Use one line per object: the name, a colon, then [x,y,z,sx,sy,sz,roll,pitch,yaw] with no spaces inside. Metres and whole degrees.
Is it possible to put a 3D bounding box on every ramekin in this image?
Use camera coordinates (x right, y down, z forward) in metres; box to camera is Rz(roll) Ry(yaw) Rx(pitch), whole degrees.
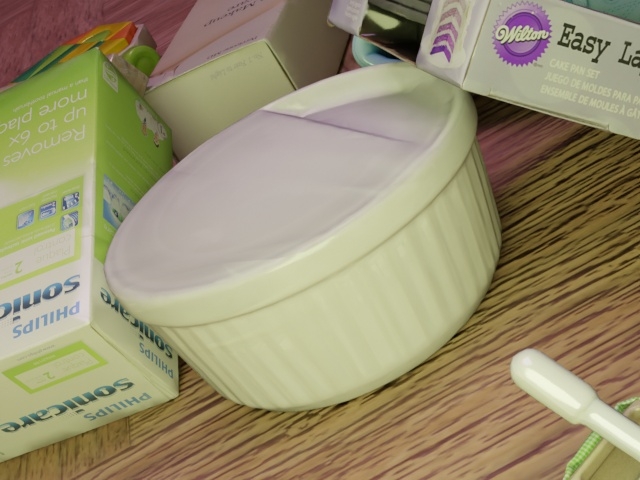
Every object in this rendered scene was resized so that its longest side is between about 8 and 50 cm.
ramekin: [0.000,0.000,0.815,0.273,0.127,0.273,-25,26,13]

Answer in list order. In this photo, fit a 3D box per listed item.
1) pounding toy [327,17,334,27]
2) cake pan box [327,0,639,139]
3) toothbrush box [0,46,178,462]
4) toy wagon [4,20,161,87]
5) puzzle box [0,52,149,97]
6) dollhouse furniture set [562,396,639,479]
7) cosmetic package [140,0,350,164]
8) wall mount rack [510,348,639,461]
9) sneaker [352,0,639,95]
pounding toy: [0.096,-0.275,1.248,0.181,0.094,0.206,-53,-8,-5]
cake pan box: [0.155,-0.121,0.761,0.246,0.267,0.070,-134,58,-66]
toothbrush box: [-0.231,0.014,0.939,0.206,0.122,0.283,-21,50,17]
toy wagon: [-0.377,-0.183,1.617,0.344,0.068,0.267,-43,28,-26]
puzzle box: [-0.364,-0.031,1.217,0.409,0.052,0.272,-8,59,39]
dollhouse furniture set: [0.095,0.138,0.521,0.152,0.076,0.058,-44,29,-25]
cosmetic package: [-0.069,-0.206,1.283,0.160,0.113,0.309,-21,26,21]
wall mount rack: [0.266,0.041,0.455,0.304,0.130,0.350,4,40,50]
sneaker: [0.185,-0.197,0.926,0.366,0.135,0.150,-26,-5,34]
